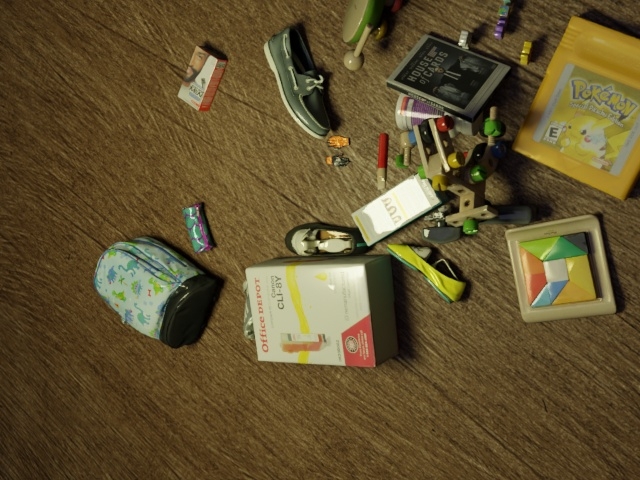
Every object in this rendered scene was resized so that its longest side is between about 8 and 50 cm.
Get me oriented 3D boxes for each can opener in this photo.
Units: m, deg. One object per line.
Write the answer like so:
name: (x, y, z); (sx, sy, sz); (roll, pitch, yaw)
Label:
can opener: (0.385, -0.047, 1.774); (0.280, 0.074, 0.093); (-5, 95, 29)

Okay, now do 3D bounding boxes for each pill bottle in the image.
pill bottle: (0.290, -0.308, 1.762); (0.193, 0.108, 0.108); (15, 106, 29)

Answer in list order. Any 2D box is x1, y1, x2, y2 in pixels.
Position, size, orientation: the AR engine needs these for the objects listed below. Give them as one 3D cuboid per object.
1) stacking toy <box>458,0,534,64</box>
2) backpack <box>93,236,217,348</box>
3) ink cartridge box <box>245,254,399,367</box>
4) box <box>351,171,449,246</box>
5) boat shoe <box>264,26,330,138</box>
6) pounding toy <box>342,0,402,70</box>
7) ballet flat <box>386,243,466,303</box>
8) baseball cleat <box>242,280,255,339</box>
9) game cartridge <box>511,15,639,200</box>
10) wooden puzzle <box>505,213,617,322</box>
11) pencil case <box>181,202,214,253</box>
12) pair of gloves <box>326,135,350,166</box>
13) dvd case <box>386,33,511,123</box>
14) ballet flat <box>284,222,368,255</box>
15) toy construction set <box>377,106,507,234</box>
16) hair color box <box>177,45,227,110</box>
stacking toy: (0.429, -0.532, 1.672); (0.166, 0.052, 0.221); (18, 103, 21)
backpack: (-0.536, 0.140, 2.286); (0.355, 0.273, 0.290); (47, 126, 30)
ink cartridge box: (0.002, 0.190, 1.997); (0.384, 0.160, 0.279); (-3, 98, 32)
box: (0.204, -0.086, 1.882); (0.244, 0.060, 0.101); (-32, 82, 32)
boat shoe: (-0.046, -0.425, 1.941); (0.099, 0.116, 0.320); (-33, 76, 35)
pounding toy: (0.136, -0.547, 1.803); (0.183, 0.110, 0.237); (131, 148, -58)
ballet flat: (0.278, 0.065, 1.868); (0.231, 0.077, 0.077); (41, 96, 15)
baseball cleat: (-0.200, 0.194, 2.186); (0.109, 0.072, 0.206); (50, 131, 44)
game cartridge: (0.617, -0.292, 1.600); (0.285, 0.052, 0.324); (30, 114, 23)
wooden puzzle: (0.561, 0.072, 1.705); (0.220, 0.044, 0.239); (-12, 93, 32)
pencil case: (-0.378, -0.037, 2.243); (0.070, 0.064, 0.152); (-16, 91, 57)
pair of gloves: (0.047, -0.243, 1.979); (0.074, 0.010, 0.083); (6, 103, 30)
dvd case: (0.303, -0.388, 1.720); (0.238, 0.030, 0.179); (29, 68, 23)
ballet flat: (0.000, 0.000, 2.002); (0.280, 0.096, 0.095); (-3, 98, 32)
toy construction set: (0.280, -0.141, 1.676); (0.308, 0.257, 0.237); (-1, 76, 25)
hair color box: (-0.351, -0.480, 2.151); (0.093, 0.053, 0.167); (36, 114, 22)
